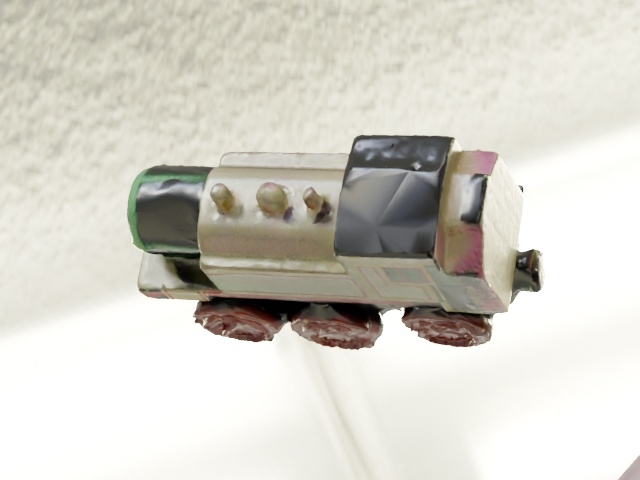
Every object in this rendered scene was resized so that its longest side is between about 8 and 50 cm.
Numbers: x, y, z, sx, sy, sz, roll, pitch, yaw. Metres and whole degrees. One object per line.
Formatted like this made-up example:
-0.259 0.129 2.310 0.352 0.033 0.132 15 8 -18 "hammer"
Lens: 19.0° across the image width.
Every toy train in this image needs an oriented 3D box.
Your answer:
0.000 0.000 0.614 0.137 0.050 0.087 2 -22 21 "toy train"

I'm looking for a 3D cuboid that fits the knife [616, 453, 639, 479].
0.163 0.029 0.625 0.043 0.336 0.081 10 -50 31 "knife"
